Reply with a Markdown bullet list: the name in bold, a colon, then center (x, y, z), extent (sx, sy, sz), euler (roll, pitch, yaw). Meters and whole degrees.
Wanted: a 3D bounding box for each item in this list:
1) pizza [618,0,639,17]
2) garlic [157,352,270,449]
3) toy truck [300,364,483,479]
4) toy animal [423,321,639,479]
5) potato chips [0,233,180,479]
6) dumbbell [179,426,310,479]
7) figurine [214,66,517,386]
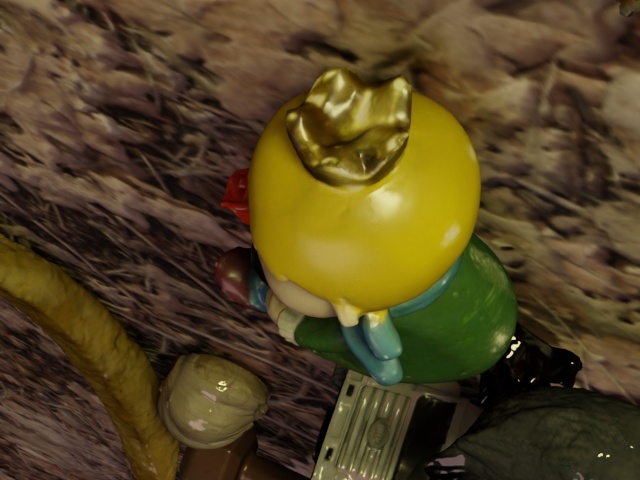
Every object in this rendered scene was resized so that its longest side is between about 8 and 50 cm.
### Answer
- **pizza**: center (0.102, -0.161, 0.356), extent (0.182, 0.074, 0.365), euler (22, 160, 20)
- **garlic**: center (-0.098, 0.142, 1.383), extent (0.094, 0.074, 0.113), euler (38, 145, -2)
- **toy truck**: center (0.078, 0.190, 1.206), extent (0.155, 0.124, 0.268), euler (14, 160, 13)
- **toy animal**: center (0.125, 0.118, 0.874), extent (0.121, 0.117, 0.210), euler (52, 177, -40)
- **potato chips**: center (-0.206, 0.102, 1.411), extent (0.057, 0.080, 0.407), euler (31, 160, 41)
- **dumbbell**: center (-0.020, 0.241, 1.515), extent (0.231, 0.082, 0.092), euler (23, 161, 11)
- **figurine**: center (0.003, -0.014, 0.807), extent (0.185, 0.127, 0.234), euler (25, 172, 30)
